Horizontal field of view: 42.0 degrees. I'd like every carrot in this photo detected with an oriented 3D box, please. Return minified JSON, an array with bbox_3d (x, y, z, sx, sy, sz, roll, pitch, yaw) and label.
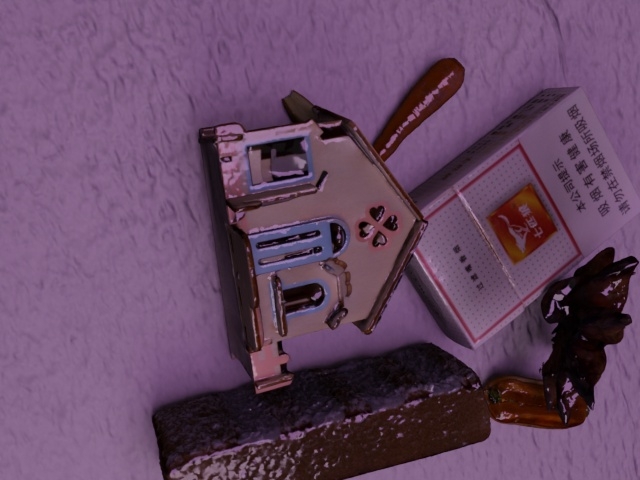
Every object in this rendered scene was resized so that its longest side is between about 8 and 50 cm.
[{"bbox_3d":[0.115,-0.159,1.111,0.048,0.048,0.216,43,87,-20],"label":"carrot"}]

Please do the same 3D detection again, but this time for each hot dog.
[{"bbox_3d":[0.315,0.238,1.230,0.188,0.055,0.072,12,91,-21],"label":"hot dog"}]

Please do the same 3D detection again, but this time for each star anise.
[{"bbox_3d":[0.339,0.119,1.124,0.103,0.272,0.271,22,90,6],"label":"star anise"}]

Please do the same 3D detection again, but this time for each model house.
[{"bbox_3d":[0.000,0.000,1.005,0.244,0.169,0.325,-13,110,-20],"label":"model house"}]

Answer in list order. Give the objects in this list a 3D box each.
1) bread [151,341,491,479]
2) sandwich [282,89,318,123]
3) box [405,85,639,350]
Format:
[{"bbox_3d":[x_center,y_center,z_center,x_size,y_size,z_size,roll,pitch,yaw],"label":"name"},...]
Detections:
[{"bbox_3d":[-0.001,0.230,1.057,0.417,0.165,0.113,-11,103,-19],"label":"bread"},{"bbox_3d":[-0.014,-0.151,1.062,0.031,0.044,0.083,-40,111,-15],"label":"sandwich"},{"bbox_3d":[0.263,-0.034,1.154,0.330,0.095,0.210,-37,108,-10],"label":"box"}]
